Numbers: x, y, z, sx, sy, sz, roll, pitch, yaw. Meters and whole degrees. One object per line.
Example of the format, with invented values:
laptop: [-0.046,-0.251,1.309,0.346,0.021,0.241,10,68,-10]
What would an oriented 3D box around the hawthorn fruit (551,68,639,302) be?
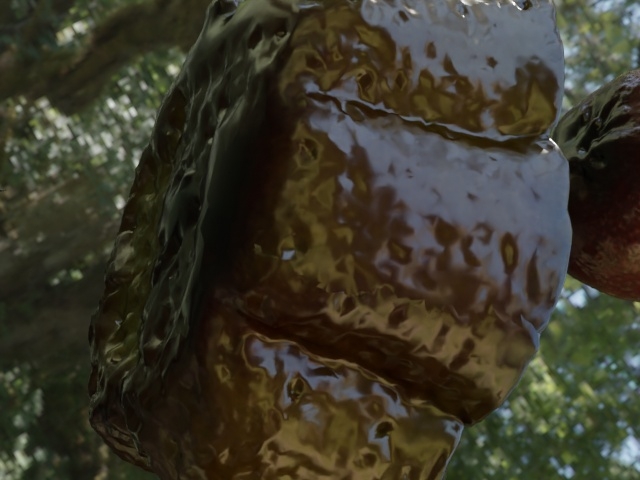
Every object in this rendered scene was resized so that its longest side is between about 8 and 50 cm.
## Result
hawthorn fruit: [0.352,-0.032,1.209,0.266,0.230,0.210,38,15,-9]

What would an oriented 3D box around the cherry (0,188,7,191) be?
cherry: [-0.441,-0.022,1.362,0.087,0.126,0.106,30,-53,25]

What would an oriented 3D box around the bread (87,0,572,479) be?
bread: [-0.007,0.008,0.498,0.135,0.247,0.232,18,-17,-24]
